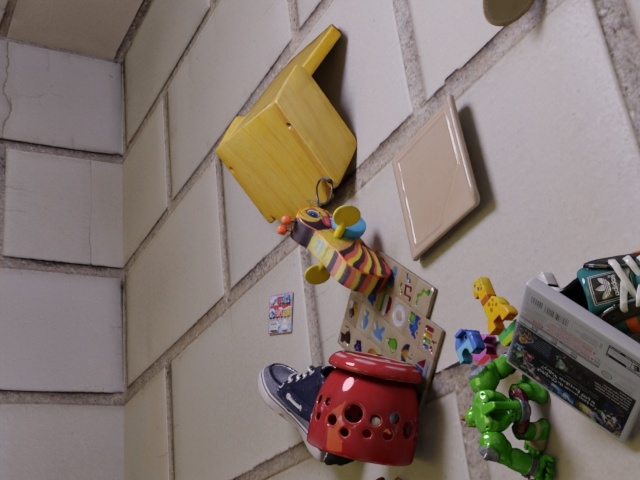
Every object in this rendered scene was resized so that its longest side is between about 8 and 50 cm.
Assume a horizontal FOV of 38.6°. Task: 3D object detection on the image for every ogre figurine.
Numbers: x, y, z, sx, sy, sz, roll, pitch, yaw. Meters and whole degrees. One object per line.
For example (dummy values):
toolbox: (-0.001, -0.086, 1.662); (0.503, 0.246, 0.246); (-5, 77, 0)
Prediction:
ogre figurine: (0.274, 0.249, 1.332); (0.097, 0.118, 0.196); (-9, 75, 62)

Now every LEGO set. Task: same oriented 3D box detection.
LEGO set: (0.268, 0.113, 1.413); (0.227, 0.087, 0.093); (-56, 37, 40)

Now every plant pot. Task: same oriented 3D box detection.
plant pot: (0.084, 0.289, 1.599); (0.191, 0.191, 0.174); (9, 87, 63)

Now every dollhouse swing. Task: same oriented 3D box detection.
dollhouse swing: (-0.027, -0.267, 2.122); (0.315, 0.305, 0.347); (53, 149, -6)

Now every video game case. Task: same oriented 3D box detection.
video game case: (0.334, 0.155, 1.178); (0.190, 0.022, 0.173); (35, 146, 28)

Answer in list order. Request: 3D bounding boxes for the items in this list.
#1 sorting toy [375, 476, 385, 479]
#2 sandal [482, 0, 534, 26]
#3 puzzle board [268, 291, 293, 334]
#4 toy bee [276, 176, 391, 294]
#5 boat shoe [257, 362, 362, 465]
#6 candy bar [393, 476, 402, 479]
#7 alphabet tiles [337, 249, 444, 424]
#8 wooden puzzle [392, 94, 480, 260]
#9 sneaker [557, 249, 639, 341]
sorting toy: (0.070, 0.596, 1.699); (0.126, 0.127, 0.365); (44, 132, 25)
sandal: (0.321, -0.454, 1.492); (0.079, 0.088, 0.239); (34, -110, -85)
puzzle board: (-0.098, 0.177, 2.203); (0.128, 0.011, 0.096); (-16, 69, 62)
toy bee: (0.000, 0.000, 1.811); (0.298, 0.162, 0.195); (33, 119, 49)
boat shoe: (-0.015, 0.306, 1.890); (0.340, 0.127, 0.158); (37, 118, 49)
candy bar: (0.169, 0.462, 1.597); (0.161, 0.018, 0.040); (25, 105, 61)
alphabet tiles: (0.127, 0.186, 1.758); (0.342, 0.011, 0.285); (37, 116, 60)
wooden puzzle: (0.209, -0.108, 1.643); (0.238, 0.044, 0.220); (128, 140, -52)
sneaker: (0.397, 0.063, 1.130); (0.302, 0.121, 0.108); (-42, 48, 53)
